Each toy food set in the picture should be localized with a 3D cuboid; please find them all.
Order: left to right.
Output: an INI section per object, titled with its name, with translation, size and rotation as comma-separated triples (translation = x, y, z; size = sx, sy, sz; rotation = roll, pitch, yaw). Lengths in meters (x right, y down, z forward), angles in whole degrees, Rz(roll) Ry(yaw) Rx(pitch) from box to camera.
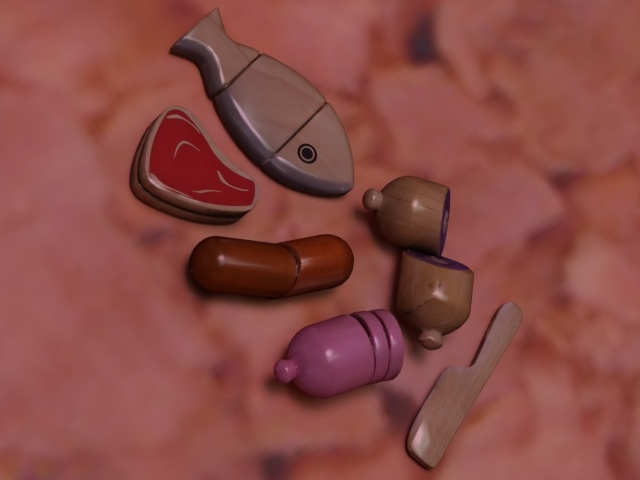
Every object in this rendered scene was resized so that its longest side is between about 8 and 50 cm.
[toy food set]
translation = 0.000, 0.000, 0.498
size = 0.122, 0.019, 0.078
rotation = 40, 60, -10
